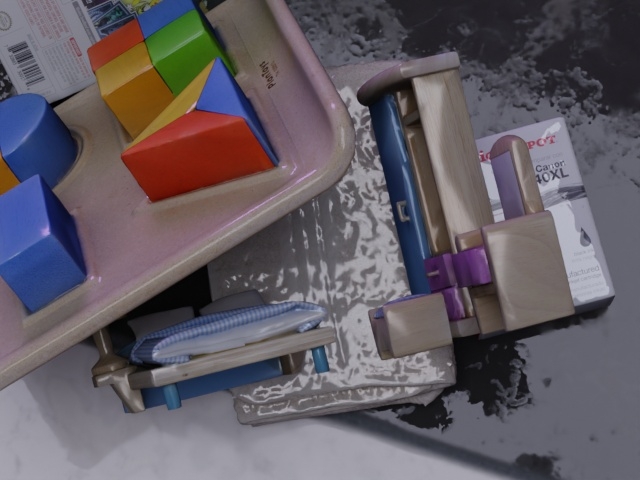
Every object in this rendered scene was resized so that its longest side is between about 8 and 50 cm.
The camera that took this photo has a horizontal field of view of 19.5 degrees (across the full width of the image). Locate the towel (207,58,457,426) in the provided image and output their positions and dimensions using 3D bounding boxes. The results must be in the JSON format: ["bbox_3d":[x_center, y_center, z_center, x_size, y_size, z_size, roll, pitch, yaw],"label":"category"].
[{"bbox_3d":[0.000,0.000,1.478,0.187,0.049,0.282,-8,80,0],"label":"towel"}]

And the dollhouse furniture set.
[{"bbox_3d":[-0.027,-0.002,1.298,0.303,0.286,0.198,-14,88,-11],"label":"dollhouse furniture set"}]

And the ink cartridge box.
[{"bbox_3d":[0.157,-0.010,1.461,0.109,0.063,0.150,-15,79,1],"label":"ink cartridge box"}]

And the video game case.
[{"bbox_3d":[-0.183,-0.236,1.459,0.210,0.232,0.042,-24,38,0],"label":"video game case"}]

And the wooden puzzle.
[{"bbox_3d":[-0.159,-0.058,1.363,0.348,0.322,0.080,-36,122,6],"label":"wooden puzzle"}]
